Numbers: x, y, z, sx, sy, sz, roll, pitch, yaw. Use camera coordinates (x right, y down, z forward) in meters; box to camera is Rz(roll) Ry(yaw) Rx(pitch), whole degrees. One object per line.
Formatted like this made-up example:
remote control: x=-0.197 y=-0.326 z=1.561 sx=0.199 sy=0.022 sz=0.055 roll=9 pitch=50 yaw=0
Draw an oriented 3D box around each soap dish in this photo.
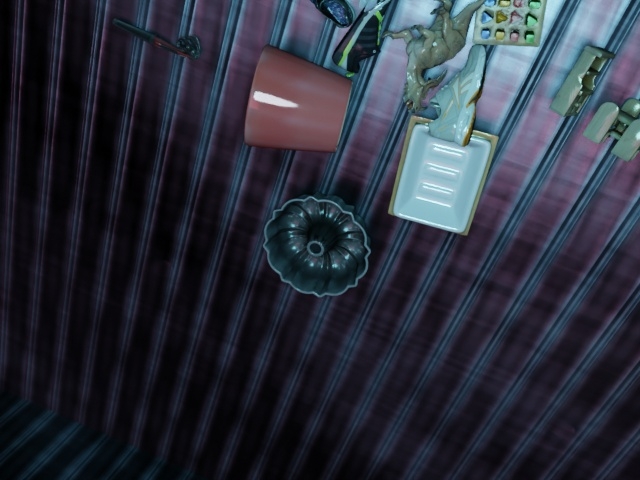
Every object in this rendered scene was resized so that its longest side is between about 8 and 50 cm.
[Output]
soap dish: x=0.325 y=-0.179 z=1.599 sx=0.228 sy=0.118 sz=0.291 roll=16 pitch=119 yaw=10

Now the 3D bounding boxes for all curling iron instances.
curling iron: x=-0.465 y=-0.583 z=1.694 sx=0.273 sy=0.035 sz=0.068 roll=20 pitch=116 yaw=6

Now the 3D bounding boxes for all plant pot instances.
plant pot: x=-0.053 y=-0.352 z=1.562 sx=0.243 sy=0.275 sz=0.275 roll=14 pitch=119 yaw=-1

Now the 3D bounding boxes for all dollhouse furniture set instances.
dollhouse furniture set: x=0.688 y=-0.319 z=1.368 sx=0.242 sy=0.212 sz=0.161 roll=42 pitch=126 yaw=26

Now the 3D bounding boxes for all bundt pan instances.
bundt pan: x=0.000 y=0.000 z=1.787 sx=0.330 sy=0.124 sz=0.331 roll=7 pitch=117 yaw=13

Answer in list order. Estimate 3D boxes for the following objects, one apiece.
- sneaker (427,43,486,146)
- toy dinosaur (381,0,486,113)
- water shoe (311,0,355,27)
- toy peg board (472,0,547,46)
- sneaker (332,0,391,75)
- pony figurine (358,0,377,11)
sneaker: x=0.335 y=-0.367 z=1.462 sx=0.120 sy=0.099 sz=0.263 roll=14 pitch=80 yaw=17
toy dinosaur: x=0.291 y=-0.473 z=1.466 sx=0.295 sy=0.127 sz=0.200 roll=-36 pitch=119 yaw=9
water shoe: x=0.007 y=-0.622 z=1.494 sx=0.203 sy=0.080 sz=0.073 roll=40 pitch=119 yaw=-9
toy peg board: x=0.450 y=-0.542 z=1.402 sx=0.160 sy=0.079 sz=0.161 roll=8 pitch=117 yaw=13
sneaker: x=0.125 y=-0.527 z=1.522 sx=0.097 sy=0.084 sz=0.235 roll=32 pitch=127 yaw=-15
pony figurine: x=0.192 y=-0.701 z=1.267 sx=0.363 sy=0.303 sz=0.351 roll=-2 pitch=113 yaw=27
